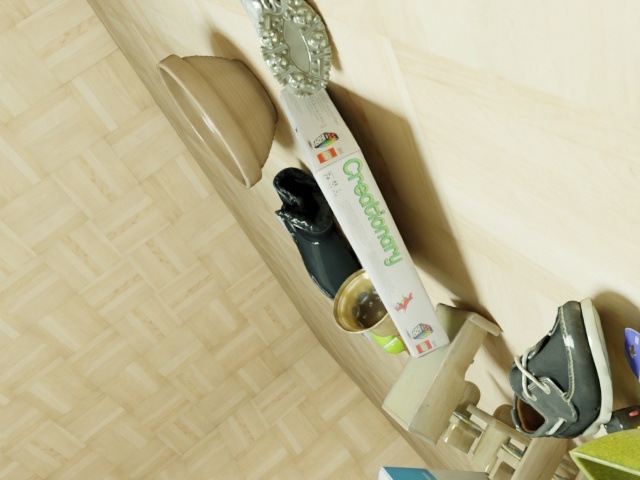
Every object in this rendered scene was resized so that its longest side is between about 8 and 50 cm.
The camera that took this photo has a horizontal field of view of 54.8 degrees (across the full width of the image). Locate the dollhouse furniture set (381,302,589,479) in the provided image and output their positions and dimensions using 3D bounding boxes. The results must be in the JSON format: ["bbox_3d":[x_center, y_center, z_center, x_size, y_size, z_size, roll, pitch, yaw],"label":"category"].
[{"bbox_3d":[0.231,0.214,0.800,0.242,0.161,0.212,31,175,-12],"label":"dollhouse furniture set"}]

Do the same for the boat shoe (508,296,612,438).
[{"bbox_3d":[0.209,0.125,0.547,0.233,0.079,0.084,67,-160,-55],"label":"boat shoe"}]

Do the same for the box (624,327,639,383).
[{"bbox_3d":[0.269,0.105,0.414,0.136,0.028,0.081,47,170,42],"label":"box"}]

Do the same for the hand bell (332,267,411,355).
[{"bbox_3d":[0.140,0.161,1.088,0.242,0.126,0.126,44,177,-38],"label":"hand bell"}]

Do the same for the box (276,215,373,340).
[{"bbox_3d":[0.029,0.062,1.276,0.324,0.067,0.063,53,171,-13],"label":"box"}]

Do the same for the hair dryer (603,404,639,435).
[{"bbox_3d":[0.362,0.290,0.550,0.294,0.080,0.224,63,-178,38],"label":"hair dryer"}]

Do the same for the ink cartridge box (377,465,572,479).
[{"bbox_3d":[0.227,0.444,0.834,0.307,0.223,0.129,8,179,-13],"label":"ink cartridge box"}]

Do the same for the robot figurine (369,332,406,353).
[{"bbox_3d":[0.129,0.168,1.183,0.115,0.067,0.101,51,176,9],"label":"robot figurine"}]

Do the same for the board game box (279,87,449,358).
[{"bbox_3d":[0.054,-0.024,0.724,0.305,0.053,0.193,59,-174,-38],"label":"board game box"}]

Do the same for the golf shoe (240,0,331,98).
[{"bbox_3d":[-0.043,-0.229,0.613,0.176,0.069,0.086,61,-172,-29],"label":"golf shoe"}]

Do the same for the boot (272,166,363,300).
[{"bbox_3d":[0.000,0.000,1.090,0.247,0.094,0.207,57,175,9],"label":"boot"}]

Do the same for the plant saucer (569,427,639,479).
[{"bbox_3d":[0.287,0.187,0.393,0.188,0.045,0.188,2,141,52],"label":"plant saucer"}]

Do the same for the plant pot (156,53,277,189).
[{"bbox_3d":[-0.144,-0.206,0.977,0.237,0.109,0.237,51,171,11],"label":"plant pot"}]
